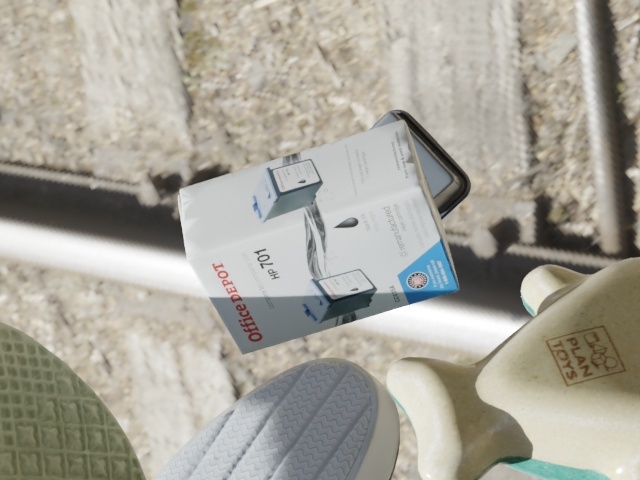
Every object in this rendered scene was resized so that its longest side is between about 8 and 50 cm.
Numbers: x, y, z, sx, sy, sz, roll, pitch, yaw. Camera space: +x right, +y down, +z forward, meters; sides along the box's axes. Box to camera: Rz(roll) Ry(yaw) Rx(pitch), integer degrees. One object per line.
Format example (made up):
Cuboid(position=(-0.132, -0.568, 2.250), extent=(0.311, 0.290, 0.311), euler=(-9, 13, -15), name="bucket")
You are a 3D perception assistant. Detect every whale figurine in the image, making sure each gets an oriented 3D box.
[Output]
Cuboid(position=(0.183, 0.117, 0.994), extent=(0.141, 0.272, 0.216), euler=(93, 160, -50), name="whale figurine")

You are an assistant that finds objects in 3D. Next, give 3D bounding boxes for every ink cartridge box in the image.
Cuboid(position=(0.000, 0.000, 1.152), extent=(0.191, 0.082, 0.139), euler=(-18, 139, 6), name="ink cartridge box")

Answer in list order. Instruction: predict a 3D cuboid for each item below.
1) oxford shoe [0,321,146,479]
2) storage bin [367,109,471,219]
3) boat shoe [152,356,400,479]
Cuboid(position=(-0.194, 0.264, 1.174), extent=(0.130, 0.169, 0.449), euler=(-21, 110, 38), name="oxford shoe")
Cuboid(position=(0.094, -0.081, 1.624), extent=(0.098, 0.091, 0.135), euler=(-43, 82, 4), name="storage bin")
Cuboid(position=(-0.053, 0.218, 0.728), extent=(0.121, 0.335, 0.119), euler=(23, 167, 48), name="boat shoe")
